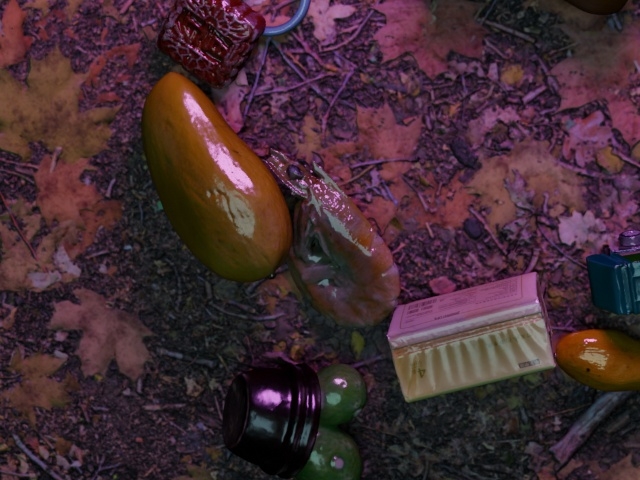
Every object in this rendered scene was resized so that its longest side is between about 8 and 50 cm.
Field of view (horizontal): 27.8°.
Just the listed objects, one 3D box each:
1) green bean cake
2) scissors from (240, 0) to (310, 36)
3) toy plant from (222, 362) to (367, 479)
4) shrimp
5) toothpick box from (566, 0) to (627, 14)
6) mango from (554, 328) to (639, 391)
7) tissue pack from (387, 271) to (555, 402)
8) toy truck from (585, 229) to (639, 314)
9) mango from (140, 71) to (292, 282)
[{"bbox_3d":[-0.165,-0.308,1.920,0.135,0.056,0.136,36,121,2],"label":"green bean cake"},{"bbox_3d":[0.042,-0.471,1.878,0.447,0.029,0.193,-29,98,14],"label":"scissors"},{"bbox_3d":[-0.028,0.290,2.012,0.235,0.175,0.218,12,100,-21],"label":"toy plant"},{"bbox_3d":[0.000,0.000,1.978,0.168,0.077,0.317,-33,96,24],"label":"shrimp"},{"bbox_3d":[0.293,-0.422,1.780,0.294,0.192,0.192,17,105,-3],"label":"toothpick box"},{"bbox_3d":[0.446,0.182,1.958,0.190,0.075,0.098,6,110,0],"label":"mango"},{"bbox_3d":[0.226,0.143,1.934,0.234,0.159,0.125,-15,101,11],"label":"tissue pack"},{"bbox_3d":[0.521,0.044,1.891,0.253,0.124,0.114,-8,104,12],"label":"toy truck"},{"bbox_3d":[-0.165,-0.081,1.936,0.332,0.142,0.195,54,138,11],"label":"mango"}]
